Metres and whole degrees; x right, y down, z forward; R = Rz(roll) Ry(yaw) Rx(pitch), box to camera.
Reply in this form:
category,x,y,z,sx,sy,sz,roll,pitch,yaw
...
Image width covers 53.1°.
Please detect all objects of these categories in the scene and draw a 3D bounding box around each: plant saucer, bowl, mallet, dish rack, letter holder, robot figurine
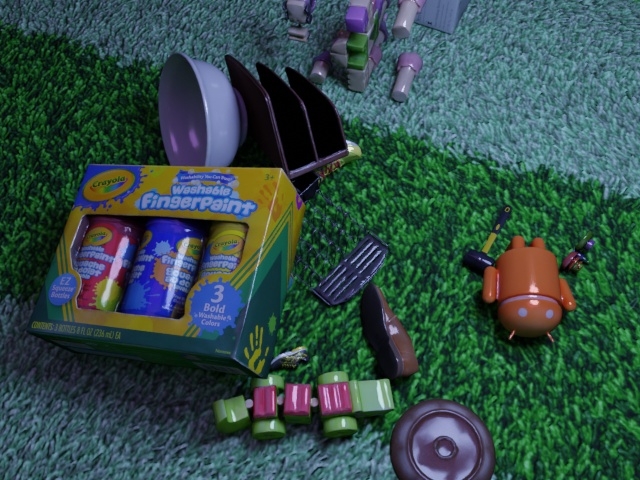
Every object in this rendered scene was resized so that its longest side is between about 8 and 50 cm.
category,x,y,z,sx,sy,sz,roll,pitch,yaw
plant saucer,0.230,0.389,1.193,0.199,0.036,0.198,0,62,1
bowl,-0.255,-0.274,1.456,0.134,0.298,0.298,-11,59,-30
mallet,0.371,-0.011,1.412,0.062,0.039,0.189,20,59,14
dish rack,0.000,0.000,1.382,0.271,0.074,0.208,40,76,19
letter holder,-0.084,-0.310,1.423,0.152,0.214,0.302,-24,38,-11
robot figurine,0.421,0.100,1.293,0.158,0.128,0.219,27,55,-33

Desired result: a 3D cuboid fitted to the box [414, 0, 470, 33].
category,x,y,z,sx,sy,sz,roll,pitch,yaw
box,0.337,-0.684,1.693,0.119,0.181,0.182,23,65,14

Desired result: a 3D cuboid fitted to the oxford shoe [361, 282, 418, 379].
category,x,y,z,sx,sy,sz,roll,pitch,yaw
oxford shoe,0.139,0.182,1.302,0.076,0.076,0.212,3,54,-31

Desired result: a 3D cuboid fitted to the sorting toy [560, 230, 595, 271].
category,x,y,z,sx,sy,sz,roll,pitch,yaw
sorting toy,0.558,0.031,1.366,0.042,0.061,0.102,40,92,20

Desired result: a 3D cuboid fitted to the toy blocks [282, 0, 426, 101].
category,x,y,z,sx,sy,sz,roll,pitch,yaw
toy blocks,0.109,-0.548,1.570,0.309,0.288,0.260,14,66,12

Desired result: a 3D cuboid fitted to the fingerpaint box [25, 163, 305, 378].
category,x,y,z,sx,sy,sz,roll,pitch,yaw
fingerpaint box,-0.291,0.047,1.250,0.445,0.163,0.371,4,66,19

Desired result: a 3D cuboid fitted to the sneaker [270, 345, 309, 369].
category,x,y,z,sx,sy,sz,roll,pitch,yaw
sneaker,-0.061,0.242,1.283,0.083,0.031,0.035,-24,64,-11

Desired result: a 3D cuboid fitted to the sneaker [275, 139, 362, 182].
category,x,y,z,sx,sy,sz,roll,pitch,yaw
sneaker,-0.001,-0.170,1.487,0.209,0.081,0.094,-14,67,3

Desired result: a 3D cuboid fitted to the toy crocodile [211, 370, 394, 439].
category,x,y,z,sx,sy,sz,roll,pitch,yaw
toy crocodile,-0.032,0.307,1.205,0.341,0.105,0.115,-3,61,-1

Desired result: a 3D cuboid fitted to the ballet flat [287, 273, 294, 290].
category,x,y,z,sx,sy,sz,roll,pitch,yaw
ballet flat,-0.171,0.106,1.339,0.232,0.080,0.073,-22,30,-11
